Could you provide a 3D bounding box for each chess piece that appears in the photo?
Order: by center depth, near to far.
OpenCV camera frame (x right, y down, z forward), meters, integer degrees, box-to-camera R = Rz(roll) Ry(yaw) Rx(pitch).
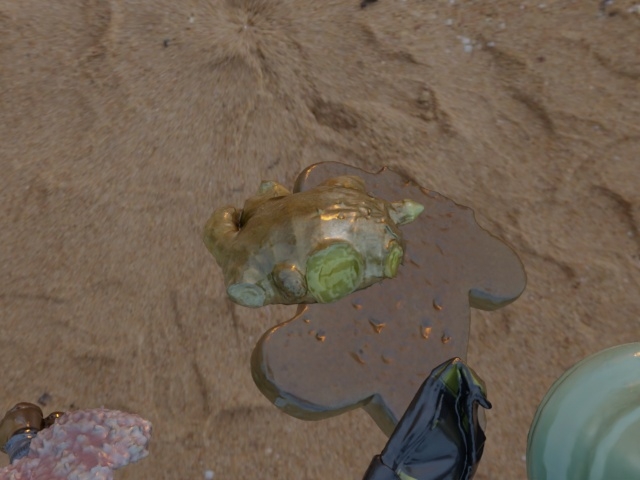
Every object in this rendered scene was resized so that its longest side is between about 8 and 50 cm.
[{"bbox_3d":[0.262,0.179,0.664,0.194,0.299,0.194,0,91,-1],"label":"chess piece"}]

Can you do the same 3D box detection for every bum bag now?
[{"bbox_3d":[0.060,0.199,0.714,0.232,0.060,0.107,-56,138,-17],"label":"bum bag"}]

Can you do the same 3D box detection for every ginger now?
[{"bbox_3d":[0.000,0.000,0.941,0.216,0.157,0.102,-14,123,-10],"label":"ginger"}]

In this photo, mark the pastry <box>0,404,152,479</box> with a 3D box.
[{"bbox_3d":[-0.214,0.255,0.738,0.103,0.112,0.265,15,92,36],"label":"pastry"}]

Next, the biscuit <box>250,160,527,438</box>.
[{"bbox_3d":[0.103,0.093,1.336,0.368,0.076,0.394,22,57,-15],"label":"biscuit"}]

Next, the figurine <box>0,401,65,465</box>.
[{"bbox_3d":[-0.358,0.383,1.246,0.261,0.382,0.186,11,117,-29],"label":"figurine"}]
